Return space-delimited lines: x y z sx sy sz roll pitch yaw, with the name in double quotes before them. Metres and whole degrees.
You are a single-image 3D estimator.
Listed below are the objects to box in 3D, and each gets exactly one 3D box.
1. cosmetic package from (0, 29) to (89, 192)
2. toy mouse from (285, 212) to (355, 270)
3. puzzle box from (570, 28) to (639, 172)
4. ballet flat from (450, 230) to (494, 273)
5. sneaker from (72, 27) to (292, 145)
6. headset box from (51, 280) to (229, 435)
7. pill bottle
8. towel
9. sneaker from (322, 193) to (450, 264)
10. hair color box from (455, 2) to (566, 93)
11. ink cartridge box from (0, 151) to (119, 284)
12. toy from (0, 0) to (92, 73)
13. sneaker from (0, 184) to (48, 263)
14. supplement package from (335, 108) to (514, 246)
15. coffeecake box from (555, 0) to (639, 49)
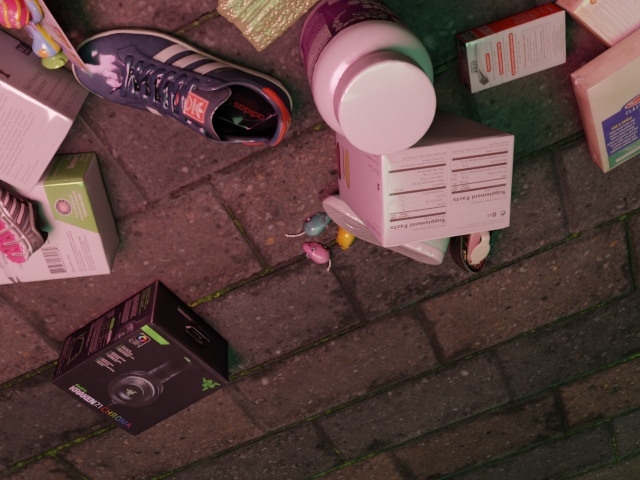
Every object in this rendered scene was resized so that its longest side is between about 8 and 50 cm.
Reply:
"cosmetic package" -0.478 -0.203 0.858 0.183 0.151 0.151 30 115 -28
"toy mouse" 0.000 0.000 1.152 0.143 0.031 0.161 5 124 -13
"puzzle box" 0.646 -0.309 0.974 0.409 0.052 0.272 -32 143 13
"ballet flat" 0.325 -0.050 1.128 0.095 0.096 0.280 -4 125 -5
"sneaker" -0.209 -0.230 0.884 0.350 0.148 0.131 9 123 -15
"headset box" -0.364 0.254 1.214 0.283 0.131 0.246 -30 125 12
"pill bottle" 0.065 -0.246 0.820 0.169 0.301 0.169 -4 126 -6
"towel" -0.077 -0.376 0.876 0.148 0.027 0.110 -40 122 17
"sneaker" 0.139 -0.068 1.102 0.256 0.094 0.151 23 76 -4
"hair color box" 0.322 -0.325 0.960 0.167 0.053 0.093 -18 127 2
"ink cartridge box" -0.519 -0.034 0.994 0.273 0.115 0.198 -5 125 -6
"toy" -0.412 -0.311 0.746 0.056 0.137 0.237 -54 163 -14
"sneaker" -0.488 -0.049 0.885 0.063 0.075 0.170 -25 101 27
"supplement package" 0.154 -0.114 0.925 0.204 0.262 0.145 -9 112 -10
"coffeecake box" 0.503 -0.417 0.913 0.142 0.068 0.185 26 118 -25
